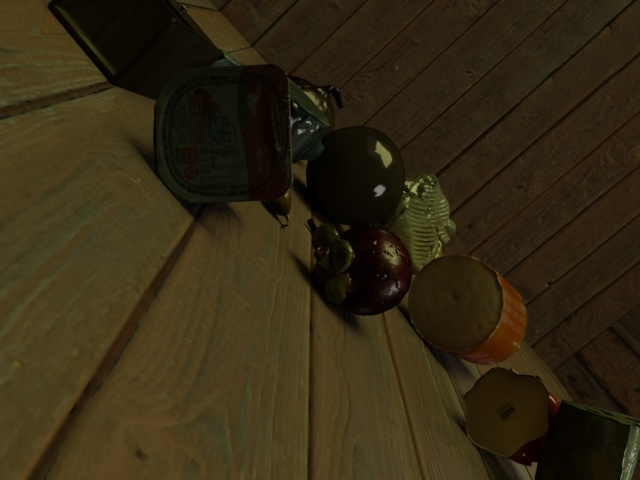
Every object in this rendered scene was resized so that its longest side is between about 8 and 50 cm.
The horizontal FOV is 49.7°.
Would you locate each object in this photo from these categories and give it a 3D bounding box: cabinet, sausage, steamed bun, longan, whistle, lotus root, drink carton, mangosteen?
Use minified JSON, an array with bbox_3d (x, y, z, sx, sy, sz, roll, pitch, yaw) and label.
[{"bbox_3d":[-0.298,-0.356,1.166,0.175,0.148,0.215,50,10,7],"label":"cabinet"},{"bbox_3d":[0.361,0.174,1.674,0.233,0.233,0.287,54,11,29],"label":"sausage"},{"bbox_3d":[0.229,-0.044,1.978,0.207,0.268,0.280,1,-53,43],"label":"steamed bun"},{"bbox_3d":[0.083,-0.161,1.697,0.258,0.258,0.258,46,11,-12],"label":"longan"},{"bbox_3d":[-0.123,-0.257,1.458,0.188,0.168,0.404,49,16,13],"label":"whistle"},{"bbox_3d":[0.465,0.425,1.216,0.149,0.260,0.267,14,-3,32],"label":"lotus root"},{"bbox_3d":[-0.127,-0.145,1.009,0.189,0.191,0.186,-30,116,-86],"label":"drink carton"},{"bbox_3d":[0.065,0.048,1.194,0.180,0.166,0.166,12,29,-26],"label":"mangosteen"}]

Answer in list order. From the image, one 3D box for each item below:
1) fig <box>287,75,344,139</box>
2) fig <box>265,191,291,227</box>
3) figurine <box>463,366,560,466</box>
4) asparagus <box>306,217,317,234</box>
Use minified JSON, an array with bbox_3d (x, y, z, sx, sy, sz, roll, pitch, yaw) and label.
[{"bbox_3d":[-0.064,-0.365,1.975,0.235,0.214,0.235,21,19,-7],"label":"fig"},{"bbox_3d":[-0.074,-0.062,1.296,0.050,0.050,0.083,26,42,-63],"label":"fig"},{"bbox_3d":[0.384,0.346,1.364,0.208,0.181,0.257,10,-6,23],"label":"figurine"},{"bbox_3d":[0.000,0.000,1.423,0.015,0.018,0.127,94,-25,-45],"label":"asparagus"}]
